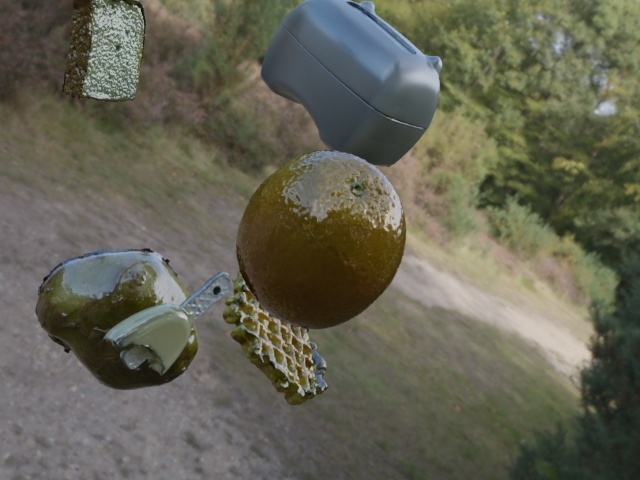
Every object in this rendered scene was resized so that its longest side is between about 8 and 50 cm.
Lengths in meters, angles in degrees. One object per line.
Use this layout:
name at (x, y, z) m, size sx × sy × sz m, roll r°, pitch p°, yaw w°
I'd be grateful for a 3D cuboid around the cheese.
cheese at (-0.240, 0.131, 1.372) m, size 0.049 × 0.235 × 0.127 m, roll 21°, pitch -36°, yaw 45°

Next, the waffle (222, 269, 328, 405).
waffle at (-0.093, 0.213, 1.756) m, size 0.329 × 0.062 × 0.329 m, roll 51°, pitch 19°, yaw -25°

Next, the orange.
orange at (0.000, 0.000, 1.059) m, size 0.236 × 0.236 × 0.236 m, roll 34°, pitch 10°, yaw -7°

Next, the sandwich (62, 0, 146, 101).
sandwich at (-0.495, -0.446, 1.879) m, size 0.087 × 0.251 × 0.226 m, roll 14°, pitch 12°, yaw 22°

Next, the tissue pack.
tissue pack at (0.064, -0.318, 1.574) m, size 0.229 × 0.236 × 0.333 m, roll 3°, pitch 38°, yaw -52°

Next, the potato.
potato at (-0.351, 0.160, 1.491) m, size 0.299 × 0.246 × 0.196 m, roll 35°, pitch 20°, yaw -50°
